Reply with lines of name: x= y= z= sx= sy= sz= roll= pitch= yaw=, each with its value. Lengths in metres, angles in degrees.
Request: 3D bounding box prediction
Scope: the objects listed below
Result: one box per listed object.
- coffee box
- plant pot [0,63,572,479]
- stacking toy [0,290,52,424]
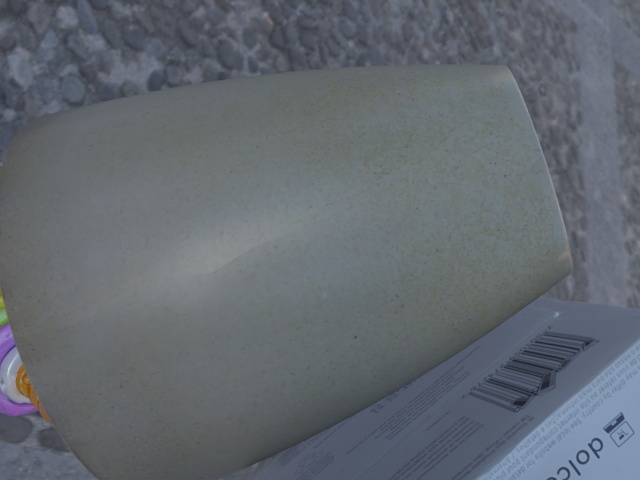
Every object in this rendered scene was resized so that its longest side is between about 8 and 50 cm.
coffee box: x=0.182 y=0.279 z=0.696 sx=0.338 sy=0.338 sz=0.334 roll=-36 pitch=96 yaw=-10
plant pot: x=0.000 y=0.000 z=0.487 sx=0.256 sy=0.274 sz=0.256 roll=-18 pitch=90 yaw=-79
stacking toy: x=-0.325 y=0.125 z=0.829 sx=0.175 sy=0.302 sz=0.165 roll=25 pitch=84 yaw=-45
